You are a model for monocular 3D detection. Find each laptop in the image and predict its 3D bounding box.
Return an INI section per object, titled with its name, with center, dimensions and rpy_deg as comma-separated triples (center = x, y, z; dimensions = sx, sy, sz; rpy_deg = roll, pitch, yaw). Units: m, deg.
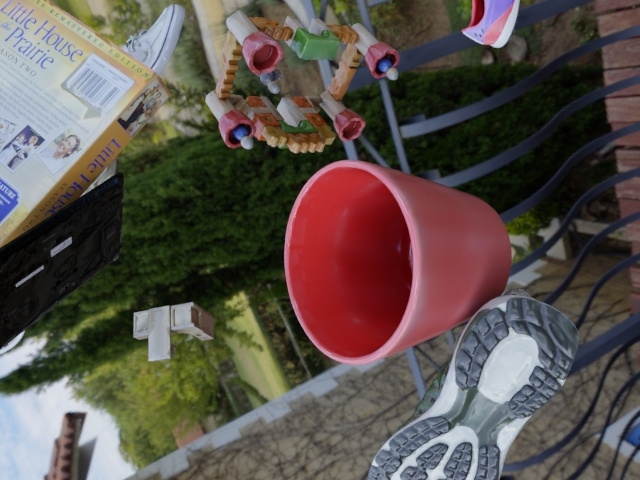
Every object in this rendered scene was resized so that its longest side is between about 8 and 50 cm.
[laptop]
center = -0.413, 0.028, 0.811
dimensions = 0.136, 0.234, 0.265
rpy_deg = 29, 133, 10

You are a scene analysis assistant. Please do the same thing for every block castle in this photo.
[block castle]
center = -0.039, -0.383, 1.439
dimensions = 0.213, 0.452, 0.303
rpy_deg = 55, 136, 28

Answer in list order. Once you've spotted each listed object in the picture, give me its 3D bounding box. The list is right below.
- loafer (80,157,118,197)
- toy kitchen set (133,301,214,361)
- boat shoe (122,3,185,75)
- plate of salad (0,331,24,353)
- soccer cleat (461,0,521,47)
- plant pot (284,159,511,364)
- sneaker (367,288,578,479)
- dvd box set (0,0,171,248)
[loafer]
center = -0.520, -0.137, 1.320
dimensions = 0.050, 0.148, 0.056
rpy_deg = 32, -164, -31
[toy kitchen set]
center = -0.194, 0.130, 0.758
dimensions = 0.075, 0.083, 0.068
rpy_deg = 62, -161, -65
[boat shoe]
center = -0.331, -0.346, 1.065
dimensions = 0.226, 0.075, 0.083
rpy_deg = -54, 35, 24
[plate of salad]
center = -0.702, 0.164, 1.142
dimensions = 0.048, 0.199, 0.200
rpy_deg = -116, 14, -47
[soccer cleat]
center = 0.434, -0.639, 1.377
dimensions = 0.108, 0.116, 0.319
rpy_deg = -128, 48, -73
[plant pot]
center = 0.120, 0.024, 0.813
dimensions = 0.274, 0.243, 0.275
rpy_deg = 4, 94, 53
[sneaker]
center = 0.214, 0.236, 0.821
dimensions = 0.158, 0.182, 0.411
rpy_deg = 34, 111, 8
[dvd box set]
center = -0.459, -0.139, 0.798
dimensions = 0.307, 0.421, 0.062
rpy_deg = 34, 169, 16
